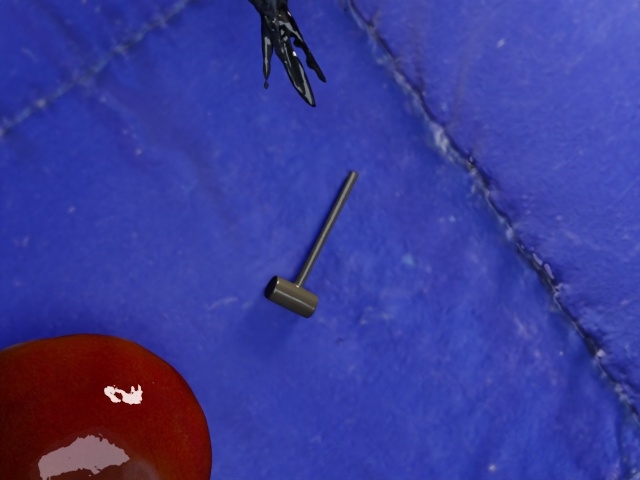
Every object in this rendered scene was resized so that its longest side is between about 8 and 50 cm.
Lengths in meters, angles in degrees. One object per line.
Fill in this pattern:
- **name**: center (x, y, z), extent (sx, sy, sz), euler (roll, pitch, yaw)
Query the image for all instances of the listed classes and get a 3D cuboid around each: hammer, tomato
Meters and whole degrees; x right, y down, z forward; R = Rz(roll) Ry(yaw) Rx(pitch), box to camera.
- **hammer**: center (0.000, 0.000, 1.393), extent (0.035, 0.019, 0.110), euler (26, 94, -19)
- **tomato**: center (-0.169, 0.156, 1.325), extent (0.195, 0.136, 0.195), euler (-4, 105, -13)

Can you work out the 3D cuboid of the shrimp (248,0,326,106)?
- **shrimp**: center (-0.045, -0.275, 1.243), extent (0.172, 0.137, 0.372), euler (-22, 107, 9)
